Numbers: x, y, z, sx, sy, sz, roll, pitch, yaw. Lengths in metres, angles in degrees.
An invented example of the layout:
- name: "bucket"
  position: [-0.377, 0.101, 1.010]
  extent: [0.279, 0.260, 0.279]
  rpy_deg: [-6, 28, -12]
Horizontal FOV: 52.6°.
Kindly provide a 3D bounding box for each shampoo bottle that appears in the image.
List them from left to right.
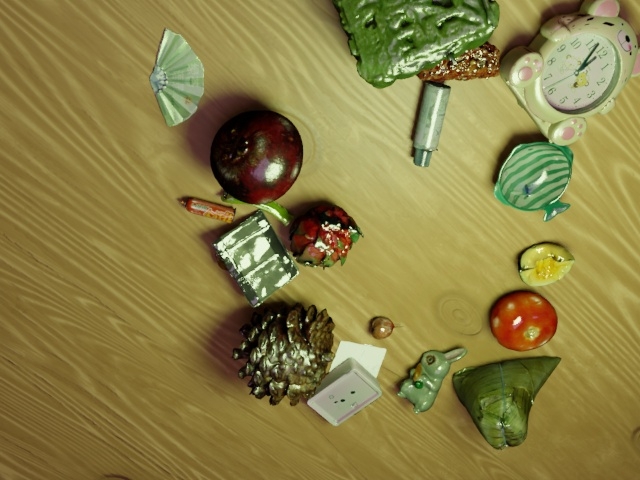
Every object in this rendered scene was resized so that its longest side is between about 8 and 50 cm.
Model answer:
- name: "shampoo bottle"
  position: [0.279, -0.293, 1.652]
  extent: [0.072, 0.072, 0.214]
  rpy_deg: [5, 117, -8]

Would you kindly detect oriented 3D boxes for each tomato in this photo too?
- name: "tomato"
  position: [0.599, 0.238, 1.921]
  extent: [0.195, 0.136, 0.195]
  rpy_deg: [-4, 119, -7]

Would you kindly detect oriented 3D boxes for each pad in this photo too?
- name: "pad"
  position: [-0.171, 0.051, 1.781]
  extent: [0.174, 0.022, 0.233]
  rpy_deg: [-36, 116, -14]
- name: "pad"
  position: [0.104, 0.417, 2.043]
  extent: [0.157, 0.004, 0.232]
  rpy_deg: [12, 116, -11]

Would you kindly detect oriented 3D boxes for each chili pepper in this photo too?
- name: "chili pepper"
  position: [-0.162, -0.096, 1.726]
  extent: [0.202, 0.051, 0.050]
  rpy_deg: [23, 144, -17]

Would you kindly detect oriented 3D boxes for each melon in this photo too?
- name: "melon"
  position: [0.640, 0.073, 1.879]
  extent: [0.160, 0.079, 0.128]
  rpy_deg: [-14, 136, 1]

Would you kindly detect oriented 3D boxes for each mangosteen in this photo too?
- name: "mangosteen"
  position: [-0.138, -0.202, 1.604]
  extent: [0.235, 0.235, 0.261]
  rpy_deg: [-46, 156, 17]

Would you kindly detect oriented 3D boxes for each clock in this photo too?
- name: "clock"
  position: [0.074, 0.476, 2.032]
  extent: [0.197, 0.063, 0.150]
  rpy_deg: [-39, 114, 15]
- name: "clock"
  position: [0.629, -0.422, 1.593]
  extent: [0.309, 0.114, 0.284]
  rpy_deg: [-40, 113, 14]

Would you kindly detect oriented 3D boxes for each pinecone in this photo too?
- name: "pinecone"
  position: [-0.104, 0.317, 1.836]
  extent: [0.296, 0.242, 0.298]
  rpy_deg: [4, 97, -5]

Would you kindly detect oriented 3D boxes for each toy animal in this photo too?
- name: "toy animal"
  position: [0.349, 0.411, 2.017]
  extent: [0.125, 0.127, 0.251]
  rpy_deg: [37, 95, -9]

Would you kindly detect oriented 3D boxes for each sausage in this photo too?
- name: "sausage"
  position: [-0.299, -0.084, 1.721]
  extent: [0.146, 0.048, 0.050]
  rpy_deg: [16, 153, -12]

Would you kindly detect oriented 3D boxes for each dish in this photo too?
- name: "dish"
  position: [0.570, -0.170, 1.737]
  extent: [0.224, 0.078, 0.246]
  rpy_deg: [-33, 115, 12]

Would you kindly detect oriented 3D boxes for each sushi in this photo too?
- name: "sushi"
  position: [-0.236, 0.056, 1.797]
  extent: [0.118, 0.061, 0.060]
  rpy_deg: [6, 110, -31]

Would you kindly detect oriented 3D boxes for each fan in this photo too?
- name: "fan"
  position: [-0.349, -0.392, 1.576]
  extent: [0.131, 0.009, 0.240]
  rpy_deg: [0, 117, -8]

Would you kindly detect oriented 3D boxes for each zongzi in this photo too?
- name: "zongzi"
  position: [0.616, 0.467, 1.948]
  extent: [0.361, 0.323, 0.159]
  rpy_deg: [-14, 110, -2]

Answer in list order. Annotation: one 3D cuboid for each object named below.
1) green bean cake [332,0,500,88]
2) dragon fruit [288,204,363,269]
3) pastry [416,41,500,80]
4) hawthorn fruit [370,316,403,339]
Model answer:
- name: "green bean cake"
  position: [0.189, -0.515, 1.398]
  extent: [0.319, 0.218, 0.335]
  rpy_deg: [-23, 94, 11]
- name: "dragon fruit"
  position: [0.006, -0.007, 1.722]
  extent: [0.182, 0.182, 0.188]
  rpy_deg: [41, 89, -23]
- name: "pastry"
  position: [0.329, -0.436, 1.562]
  extent: [0.209, 0.115, 0.097]
  rpy_deg: [-1, 98, 2]
- name: "hawthorn fruit"
  position: [0.202, 0.263, 1.939]
  extent: [0.103, 0.066, 0.066]
  rpy_deg: [-2, 118, -7]
